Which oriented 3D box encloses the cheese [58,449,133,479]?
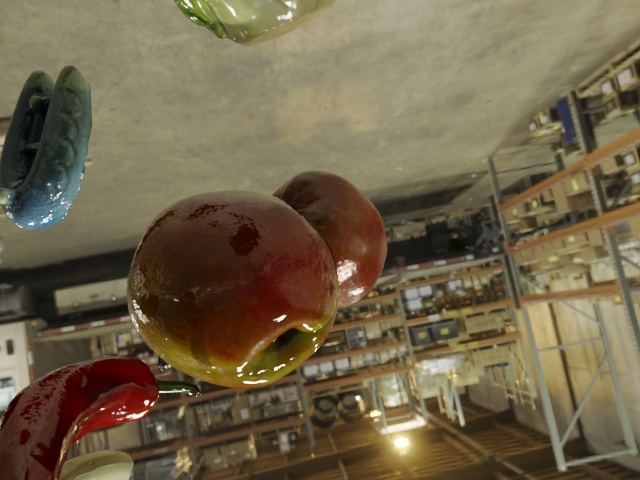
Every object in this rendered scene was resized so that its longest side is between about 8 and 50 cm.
[{"bbox_3d":[-0.332,0.321,0.736,0.050,0.127,0.255,19,163,29],"label":"cheese"}]

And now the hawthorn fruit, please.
[{"bbox_3d":[0.000,0.000,1.155,0.284,0.284,0.284,-11,172,-2],"label":"hawthorn fruit"}]

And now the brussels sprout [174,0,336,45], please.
[{"bbox_3d":[-0.075,-0.365,0.617,0.259,0.294,0.227,-36,-149,-33],"label":"brussels sprout"}]

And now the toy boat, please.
[{"bbox_3d":[-0.563,-0.188,1.139,0.215,0.330,0.123,10,179,35],"label":"toy boat"}]

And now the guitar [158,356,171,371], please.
[{"bbox_3d":[-0.322,0.225,1.258,0.038,0.084,0.271,-10,-172,-9],"label":"guitar"}]

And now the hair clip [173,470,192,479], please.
[{"bbox_3d":[-0.292,0.558,1.112,0.085,0.101,0.331,-32,157,-50],"label":"hair clip"}]

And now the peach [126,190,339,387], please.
[{"bbox_3d":[-0.139,0.061,0.890,0.307,0.308,0.332,-4,-150,-42],"label":"peach"}]

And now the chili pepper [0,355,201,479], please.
[{"bbox_3d":[-0.249,0.193,0.615,0.092,0.137,0.368,-57,176,9],"label":"chili pepper"}]
